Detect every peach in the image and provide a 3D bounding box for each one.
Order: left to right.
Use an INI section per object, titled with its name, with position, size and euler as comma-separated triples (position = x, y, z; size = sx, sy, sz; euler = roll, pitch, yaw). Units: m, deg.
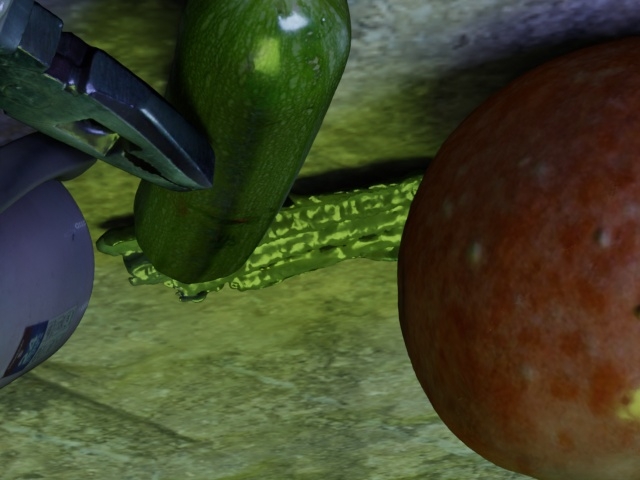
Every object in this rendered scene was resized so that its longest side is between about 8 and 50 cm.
[peach]
position = 0.152, 0.005, 0.728
size = 0.232, 0.232, 0.232
euler = -3, 156, -2

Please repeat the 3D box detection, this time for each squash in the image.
[squash]
position = -0.035, -0.045, 0.714
size = 0.066, 0.066, 0.229
euler = 2, 155, -14

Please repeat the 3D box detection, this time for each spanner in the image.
[spanner]
position = -0.151, -0.092, 0.567
size = 0.095, 0.040, 0.325
euler = -10, 149, 42

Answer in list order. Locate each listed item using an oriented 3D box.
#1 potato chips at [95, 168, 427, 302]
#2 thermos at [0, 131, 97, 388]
[potato chips]
position = 0.000, 0.001, 0.860
size = 0.207, 0.028, 0.092
euler = -12, 153, 13
[thermos]
position = -0.147, 0.008, 0.686
size = 0.137, 0.105, 0.193
euler = -42, -179, 8
